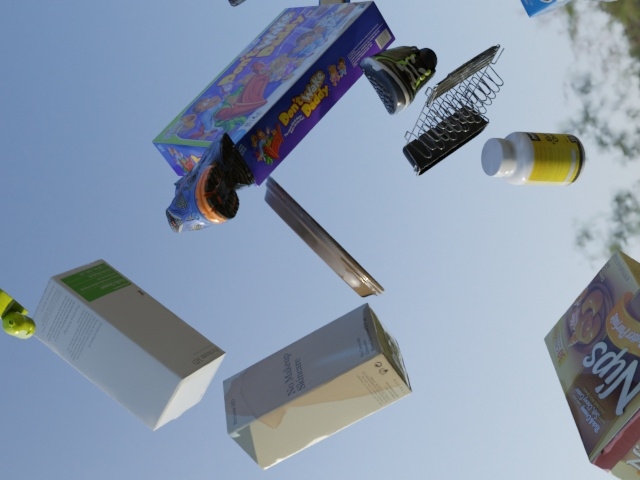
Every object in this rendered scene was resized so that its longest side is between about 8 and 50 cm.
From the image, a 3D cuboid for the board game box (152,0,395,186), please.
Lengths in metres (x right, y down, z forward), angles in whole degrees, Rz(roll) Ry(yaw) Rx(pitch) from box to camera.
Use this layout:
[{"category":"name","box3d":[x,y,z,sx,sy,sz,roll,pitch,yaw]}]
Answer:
[{"category":"board game box","box3d":[-0.075,-0.237,1.615,0.347,0.233,0.078,-49,-57,-22]}]

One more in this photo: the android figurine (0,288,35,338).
[{"category":"android figurine","box3d":[-0.613,0.084,1.807,0.248,0.056,0.273,36,168,3]}]

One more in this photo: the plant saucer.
[{"category":"plant saucer","box3d":[0.000,0.000,1.708,0.278,0.041,0.278,46,180,0]}]

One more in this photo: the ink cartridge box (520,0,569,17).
[{"category":"ink cartridge box","box3d":[0.327,-0.397,1.283,0.086,0.203,0.148,-24,-92,-48]}]

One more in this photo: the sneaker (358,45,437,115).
[{"category":"sneaker","box3d":[0.112,-0.238,1.402,0.084,0.097,0.234,56,-171,-13]}]

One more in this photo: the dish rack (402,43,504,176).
[{"category":"dish rack","box3d":[0.268,-0.260,1.993,0.074,0.208,0.271,47,154,14]}]

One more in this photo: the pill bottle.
[{"category":"pill bottle","box3d":[0.406,-0.157,1.956,0.184,0.103,0.103,0,-117,-24]}]

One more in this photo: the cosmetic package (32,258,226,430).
[{"category":"cosmetic package","box3d":[-0.414,0.218,2.187,0.366,0.155,0.197,34,-158,12]}]

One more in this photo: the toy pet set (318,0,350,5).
[{"category":"toy pet set","box3d":[0.036,-0.473,1.926,0.065,0.122,0.114,24,-113,-77]}]

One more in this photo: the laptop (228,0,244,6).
[{"category":"laptop","box3d":[-0.013,-0.501,0.902,0.236,0.408,0.381,32,-139,-44]}]

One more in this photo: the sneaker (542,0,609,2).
[{"category":"sneaker","box3d":[0.296,-0.366,0.986,0.109,0.130,0.286,-3,-71,-50]}]

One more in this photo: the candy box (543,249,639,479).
[{"category":"candy box","box3d":[0.415,0.163,1.379,0.088,0.183,0.316,29,-159,-12]}]

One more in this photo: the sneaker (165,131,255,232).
[{"category":"sneaker","box3d":[-0.148,-0.076,1.328,0.083,0.087,0.221,62,-163,-15]}]

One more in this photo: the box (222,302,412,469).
[{"category":"box","box3d":[-0.010,0.259,1.803,0.121,0.311,0.148,53,-168,-34]}]
